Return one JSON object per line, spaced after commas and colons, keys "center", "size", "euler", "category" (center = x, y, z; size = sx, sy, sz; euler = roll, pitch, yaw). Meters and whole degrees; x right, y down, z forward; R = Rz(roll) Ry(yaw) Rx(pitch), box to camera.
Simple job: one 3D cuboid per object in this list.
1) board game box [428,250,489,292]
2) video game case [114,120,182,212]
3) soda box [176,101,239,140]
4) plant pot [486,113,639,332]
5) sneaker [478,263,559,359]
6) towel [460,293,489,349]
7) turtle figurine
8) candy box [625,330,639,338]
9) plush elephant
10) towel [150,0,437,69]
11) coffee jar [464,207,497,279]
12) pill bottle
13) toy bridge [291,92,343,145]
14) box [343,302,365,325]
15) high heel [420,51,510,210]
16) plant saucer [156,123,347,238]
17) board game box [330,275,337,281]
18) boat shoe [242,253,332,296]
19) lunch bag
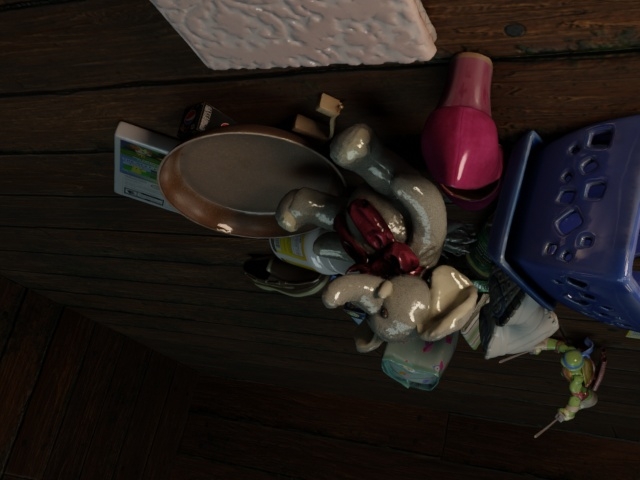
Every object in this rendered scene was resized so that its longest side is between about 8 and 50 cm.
{"center": [0.301, 0.058, 1.456], "size": [0.259, 0.136, 0.030], "euler": [4, 116, 24], "category": "board game box"}
{"center": [-0.241, -0.107, 1.494], "size": [0.329, 0.036, 0.300], "euler": [18, 160, -9], "category": "video game case"}
{"center": [-0.151, -0.161, 1.261], "size": [0.060, 0.053, 0.169], "euler": [-7, 151, 44], "category": "soda box"}
{"center": [0.370, -0.019, 1.047], "size": [0.212, 0.236, 0.236], "euler": [5, 159, 40], "category": "plant pot"}
{"center": [0.353, 0.116, 1.317], "size": [0.129, 0.111, 0.297], "euler": [-3, 153, 2], "category": "sneaker"}
{"center": [0.373, 0.191, 1.780], "size": [0.023, 0.113, 0.152], "euler": [35, 173, 29], "category": "towel"}
{"center": [0.597, 0.353, 1.937], "size": [0.198, 0.275, 0.266], "euler": [42, -176, 36], "category": "turtle figurine"}
{"center": [0.718, 0.175, 1.611], "size": [0.105, 0.027, 0.206], "euler": [5, 159, 14], "category": "candy box"}
{"center": [0.094, 0.038, 1.140], "size": [0.330, 0.255, 0.272], "euler": [24, 147, -24], "category": "plush elephant"}
{"center": [-0.062, -0.300, 0.835], "size": [0.331, 0.053, 0.317], "euler": [4, 159, 26], "category": "towel"}
{"center": [0.312, 0.003, 1.322], "size": [0.079, 0.096, 0.184], "euler": [47, 165, 14], "category": "coffee jar"}
{"center": [0.000, 0.000, 1.423], "size": [0.119, 0.119, 0.208], "euler": [27, 173, -31], "category": "pill bottle"}
{"center": [-0.013, -0.173, 1.176], "size": [0.063, 0.026, 0.188], "euler": [20, 159, -23], "category": "toy bridge"}
{"center": [0.121, 0.049, 1.373], "size": [0.044, 0.233, 0.159], "euler": [12, 160, 26], "category": "box"}
{"center": [0.191, -0.081, 1.057], "size": [0.127, 0.181, 0.377], "euler": [6, 159, 19], "category": "high heel"}
{"center": [-0.110, -0.099, 1.251], "size": [0.310, 0.050, 0.311], "euler": [3, 152, 1], "category": "plant saucer"}
{"center": [0.050, 0.108, 1.878], "size": [0.168, 0.033, 0.133], "euler": [31, 156, -21], "category": "board game box"}
{"center": [-0.089, 0.076, 1.800], "size": [0.257, 0.095, 0.095], "euler": [-6, 146, 44], "category": "boat shoe"}
{"center": [0.242, 0.226, 1.783], "size": [0.160, 0.223, 0.262], "euler": [15, 163, 15], "category": "lunch bag"}
